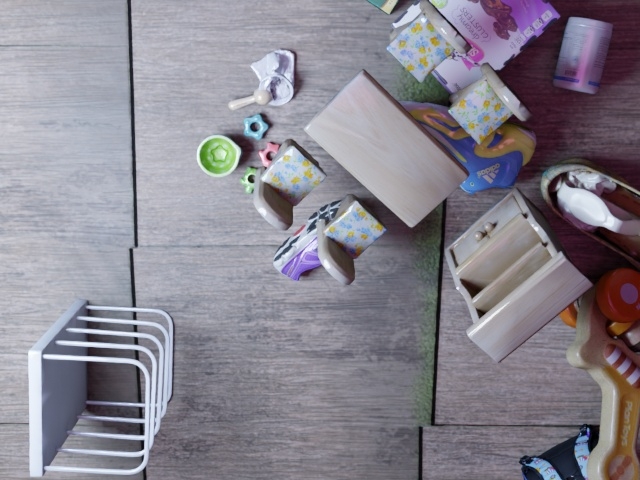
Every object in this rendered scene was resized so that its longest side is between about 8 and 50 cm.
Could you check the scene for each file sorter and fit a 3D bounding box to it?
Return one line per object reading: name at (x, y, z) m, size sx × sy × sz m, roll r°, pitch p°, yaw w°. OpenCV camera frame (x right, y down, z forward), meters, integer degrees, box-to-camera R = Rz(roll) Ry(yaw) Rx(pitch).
file sorter at (-0.334, 0.226, 1.419) m, size 0.173 × 0.277 × 0.192 m, roll 3°, pitch 102°, yaw -2°

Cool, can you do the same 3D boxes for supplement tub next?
supplement tub at (0.402, -0.283, 1.380) m, size 0.071 × 0.071 × 0.107 m, roll 12°, pitch 101°, yaw 0°

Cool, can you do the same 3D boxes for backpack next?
backpack at (0.421, 0.401, 1.465) m, size 0.158 × 0.173 × 0.117 m, roll -30°, pitch 98°, yaw 7°

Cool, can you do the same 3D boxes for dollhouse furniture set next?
dollhouse furniture set at (0.160, -0.058, 1.266) m, size 0.394 × 0.256 × 0.362 m, roll 41°, pitch 108°, yaw -19°

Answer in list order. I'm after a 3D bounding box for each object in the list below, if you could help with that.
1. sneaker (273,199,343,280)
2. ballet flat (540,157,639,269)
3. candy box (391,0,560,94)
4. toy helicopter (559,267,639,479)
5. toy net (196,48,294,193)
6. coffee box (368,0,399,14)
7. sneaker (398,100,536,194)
sneaker at (0.000, 0.000, 1.471) m, size 0.170 × 0.068 × 0.071 m, roll -40°, pitch 112°, yaw 18°
ballet flat at (0.479, -0.015, 1.339) m, size 0.348 × 0.123 × 0.123 m, roll 35°, pitch 102°, yaw 24°
candy box at (0.234, -0.335, 1.377) m, size 0.196 × 0.070 × 0.165 m, roll -42°, pitch 97°, yaw 9°
toy helicopter at (0.487, 0.224, 1.400) m, size 0.235 × 0.140 × 0.355 m, roll 16°, pitch 75°, yaw -16°
toy net at (-0.096, -0.192, 1.436) m, size 0.122 × 0.045 × 0.232 m, roll 31°, pitch 101°, yaw -3°
coffee box at (0.061, -0.442, 1.379) m, size 0.184 × 0.040 × 0.113 m, roll 34°, pitch 101°, yaw -4°
sneaker at (0.213, -0.140, 1.408) m, size 0.240 × 0.091 × 0.126 m, roll 13°, pitch 102°, yaw -1°
